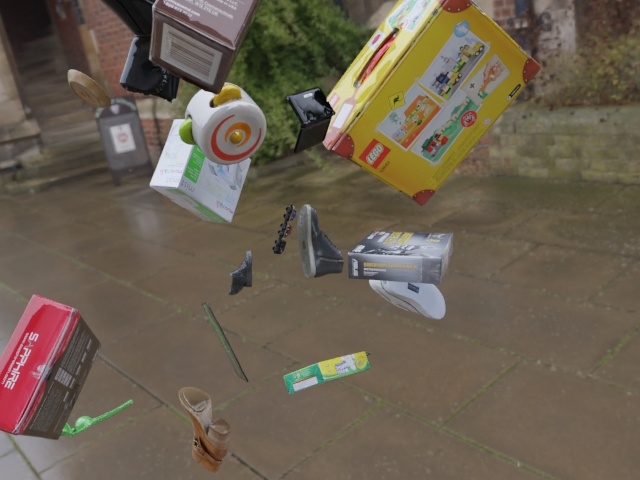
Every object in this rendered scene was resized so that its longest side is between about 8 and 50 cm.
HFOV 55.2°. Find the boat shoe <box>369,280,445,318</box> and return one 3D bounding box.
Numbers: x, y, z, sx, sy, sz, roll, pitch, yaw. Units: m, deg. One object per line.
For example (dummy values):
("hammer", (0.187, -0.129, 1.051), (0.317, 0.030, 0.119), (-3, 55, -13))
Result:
("boat shoe", (0.239, 0.145, 1.668), (0.084, 0.258, 0.095), (-14, 51, 47))

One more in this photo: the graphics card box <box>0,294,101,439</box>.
("graphics card box", (-0.540, 0.265, 1.209), (0.094, 0.232, 0.371), (20, -21, -4))

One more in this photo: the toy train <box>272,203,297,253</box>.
("toy train", (-0.101, -0.031, 1.780), (0.036, 0.158, 0.027), (13, 18, -20))

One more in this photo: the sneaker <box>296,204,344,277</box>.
("sneaker", (0.000, 0.000, 1.862), (0.118, 0.221, 0.083), (-4, -3, -28))

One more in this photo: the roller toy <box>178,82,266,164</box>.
("roller toy", (-0.246, -0.306, 1.618), (0.191, 0.209, 0.146), (20, 24, -49))

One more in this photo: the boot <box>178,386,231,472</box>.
("boot", (-0.306, 0.479, 1.548), (0.073, 0.152, 0.197), (-13, 40, -42))

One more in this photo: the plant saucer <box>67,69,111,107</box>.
("plant saucer", (-0.389, -0.248, 1.020), (0.083, 0.083, 0.015), (9, 59, 45))

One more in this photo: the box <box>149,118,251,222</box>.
("box", (-0.367, -0.210, 1.894), (0.127, 0.231, 0.262), (5, -20, 32))

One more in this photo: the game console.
("game console", (-0.029, -0.260, 1.313), (0.071, 0.107, 0.122), (-29, 4, 40))

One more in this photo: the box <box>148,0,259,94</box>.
("box", (-0.142, -0.460, 1.009), (0.143, 0.381, 0.191), (26, -15, -12))

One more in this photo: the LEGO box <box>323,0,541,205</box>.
("LEGO box", (0.276, -0.394, 1.655), (0.373, 0.500, 0.193), (27, 21, -33))

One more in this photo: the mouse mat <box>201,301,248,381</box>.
("mouse mat", (-0.211, 0.220, 1.332), (0.007, 0.189, 0.153), (-26, 0, -17))

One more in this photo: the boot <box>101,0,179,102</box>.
("boot", (-0.398, -0.428, 1.327), (0.247, 0.207, 0.094), (15, 11, -39))

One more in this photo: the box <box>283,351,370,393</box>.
("box", (0.022, 0.270, 1.262), (0.105, 0.043, 0.179), (-29, -16, 36))

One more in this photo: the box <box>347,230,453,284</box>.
("box", (0.172, 0.029, 1.269), (0.183, 0.056, 0.231), (2, 13, 18))

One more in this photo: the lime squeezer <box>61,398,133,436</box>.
("lime squeezer", (-0.677, 0.484, 1.686), (0.311, 0.109, 0.059), (4, -11, -4))

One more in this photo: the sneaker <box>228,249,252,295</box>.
("sneaker", (-0.303, 0.122, 2.319), (0.089, 0.170, 0.051), (0, 2, -4))
